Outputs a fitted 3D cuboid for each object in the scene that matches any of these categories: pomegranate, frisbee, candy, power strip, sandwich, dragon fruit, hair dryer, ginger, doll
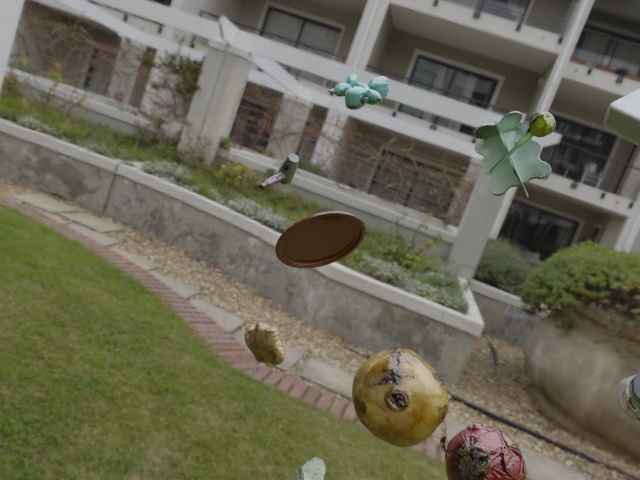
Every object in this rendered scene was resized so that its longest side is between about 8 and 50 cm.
[{"bbox_3d":[0.210,0.417,1.458,0.261,0.260,0.260,20,8,-3],"label":"pomegranate"},{"bbox_3d":[0.000,0.000,1.470,0.251,0.251,0.021,14,47,-38],"label":"frisbee"},{"bbox_3d":[0.483,-0.232,1.320,0.062,0.194,0.058,38,20,-19],"label":"candy"},{"bbox_3d":[0.655,-0.170,0.952,0.098,0.058,0.338,-26,48,-20],"label":"power strip"},{"bbox_3d":[-0.028,0.706,1.662,0.093,0.036,0.105,39,39,-15],"label":"sandwich"},{"bbox_3d":[0.425,0.603,1.465,0.148,0.218,0.223,33,31,-55],"label":"dragon fruit"},{"bbox_3d":[-0.132,-0.198,1.691,0.054,0.106,0.154,41,52,8],"label":"hair dryer"},{"bbox_3d":[-0.191,0.344,1.838,0.102,0.157,0.216,-32,8,-33],"label":"ginger"},{"bbox_3d":[0.104,-0.379,1.395,0.159,0.059,0.158,19,37,32],"label":"doll"}]

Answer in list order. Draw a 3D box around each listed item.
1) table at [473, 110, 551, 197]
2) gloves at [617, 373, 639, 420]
[{"bbox_3d":[0.526,-0.226,1.501,0.167,0.166,0.198,15,51,-33],"label":"table"},{"bbox_3d":[0.862,0.427,1.484,0.111,0.127,0.212,-8,-33,6],"label":"gloves"}]
